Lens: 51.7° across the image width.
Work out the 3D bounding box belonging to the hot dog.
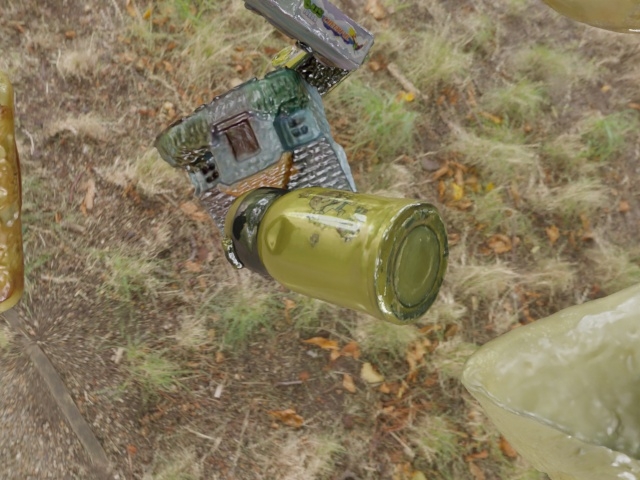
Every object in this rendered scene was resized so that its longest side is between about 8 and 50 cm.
[{"bbox_3d":[-0.560,-0.092,1.011,0.185,0.223,0.405,-2,114,-24],"label":"hot dog"}]

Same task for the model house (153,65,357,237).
[{"bbox_3d":[-0.123,-0.129,1.442,0.360,0.297,0.339,-24,86,11],"label":"model house"}]

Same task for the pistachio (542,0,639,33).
[{"bbox_3d":[0.255,-0.327,0.629,0.162,0.181,0.293,-11,71,-58],"label":"pistachio"}]

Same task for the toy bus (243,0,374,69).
[{"bbox_3d":[-0.034,-0.454,1.315,0.317,0.138,0.112,22,97,-42],"label":"toy bus"}]

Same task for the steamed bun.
[{"bbox_3d":[0.254,0.147,0.513,0.231,0.110,0.212,-24,105,10],"label":"steamed bun"}]

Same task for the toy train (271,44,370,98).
[{"bbox_3d":[-0.009,-0.459,1.684,0.261,0.177,0.134,-40,117,2],"label":"toy train"}]

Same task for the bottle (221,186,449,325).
[{"bbox_3d":[0.000,0.000,0.982,0.171,0.351,0.171,-18,115,-46],"label":"bottle"}]
